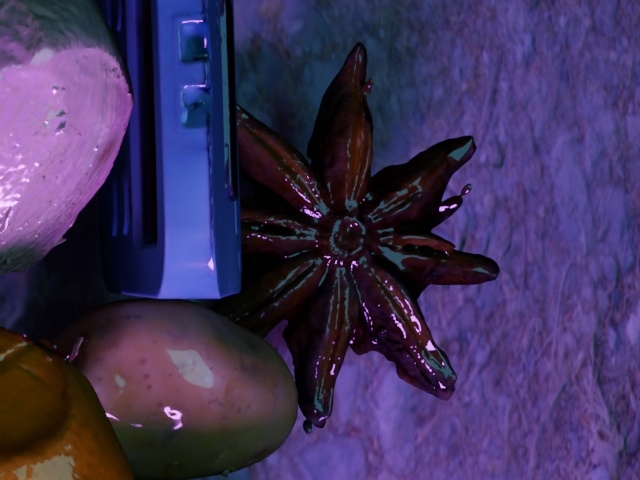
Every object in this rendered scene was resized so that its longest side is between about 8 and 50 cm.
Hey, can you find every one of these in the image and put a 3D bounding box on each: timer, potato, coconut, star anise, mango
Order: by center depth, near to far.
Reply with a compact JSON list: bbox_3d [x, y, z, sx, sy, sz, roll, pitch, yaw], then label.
[{"bbox_3d":[-0.192,0.113,0.941,0.252,0.126,0.154,41,71,3],"label":"mango"},{"bbox_3d":[-0.189,-0.082,0.975,0.194,0.194,0.194,4,85,-51],"label":"coconut"},{"bbox_3d":[-0.091,-0.082,1.051,0.250,0.091,0.231,148,-59,-86],"label":"timer"},{"bbox_3d":[-0.089,0.094,1.135,0.178,0.109,0.118,20,114,-48],"label":"potato"},{"bbox_3d":[0.000,0.000,1.280,0.272,0.102,0.272,2,85,-23],"label":"star anise"}]
